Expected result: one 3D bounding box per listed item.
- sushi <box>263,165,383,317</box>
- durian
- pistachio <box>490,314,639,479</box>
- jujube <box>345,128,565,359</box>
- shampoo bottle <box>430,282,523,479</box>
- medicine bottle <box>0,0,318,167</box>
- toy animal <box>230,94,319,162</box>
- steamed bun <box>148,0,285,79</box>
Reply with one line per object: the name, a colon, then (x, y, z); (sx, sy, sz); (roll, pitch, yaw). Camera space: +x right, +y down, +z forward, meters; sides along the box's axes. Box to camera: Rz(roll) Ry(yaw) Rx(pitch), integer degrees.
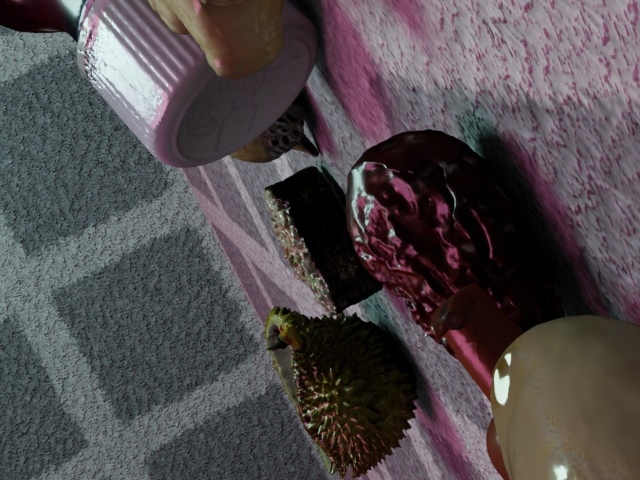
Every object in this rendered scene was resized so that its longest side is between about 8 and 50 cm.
sushi: (0.000, 0.000, 1.198); (0.150, 0.078, 0.090); (62, 171, 6)
durian: (0.025, 0.149, 1.329); (0.193, 0.138, 0.237); (59, 175, 38)
pistachio: (0.156, 0.117, 0.499); (0.144, 0.144, 0.215); (71, 173, -47)
jujube: (0.079, 0.011, 0.705); (0.166, 0.104, 0.104); (61, 172, -5)
shampoo bottle: (0.145, 0.127, 0.630); (0.244, 0.085, 0.085); (51, 171, 3)
medicine bottle: (-0.187, -0.244, 0.978); (0.395, 0.242, 0.242); (54, 169, 20)
toy animal: (-0.047, -0.123, 1.131); (0.098, 0.137, 0.098); (-28, 57, 56)
steamed bun: (-0.087, -0.253, 0.729); (0.295, 0.137, 0.292); (55, 168, -7)
